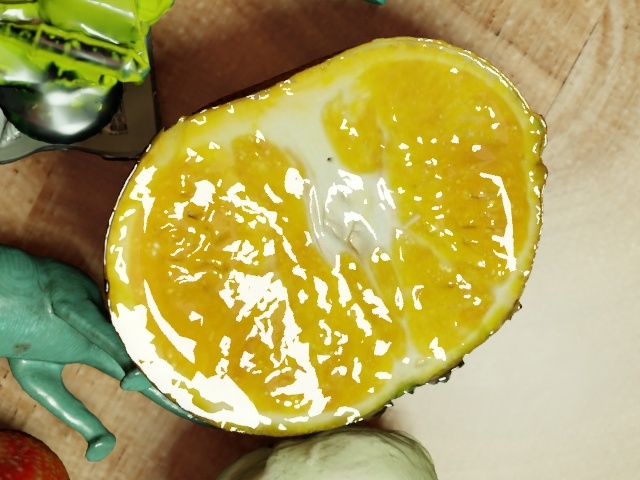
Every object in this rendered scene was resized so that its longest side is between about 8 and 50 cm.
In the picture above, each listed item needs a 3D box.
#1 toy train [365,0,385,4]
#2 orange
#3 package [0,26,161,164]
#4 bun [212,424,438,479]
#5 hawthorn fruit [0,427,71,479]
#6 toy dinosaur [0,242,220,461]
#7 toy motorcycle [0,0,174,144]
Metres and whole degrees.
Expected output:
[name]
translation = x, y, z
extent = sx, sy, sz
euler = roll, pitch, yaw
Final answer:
[toy train]
translation = 0.032, -0.301, 1.012
extent = 0.159, 0.101, 0.248
euler = 24, 95, -19
[orange]
translation = -0.003, -0.003, 0.955
extent = 0.274, 0.274, 0.310
euler = 52, 48, -5
[package]
translation = -0.214, -0.170, 1.042
extent = 0.166, 0.040, 0.232
euler = -8, 87, -4
[bun]
translation = -0.009, 0.215, 1.011
extent = 0.210, 0.237, 0.116
euler = -12, 56, -25
[hawthorn fruit]
translation = -0.246, 0.251, 1.034
extent = 0.163, 0.162, 0.203
euler = -33, 112, 2
[toy dinosaur]
translation = -0.261, 0.010, 1.027
extent = 0.129, 0.383, 0.331
euler = -47, 55, 26
[toy motorcycle]
translation = -0.275, -0.207, 0.934
extent = 0.342, 0.142, 0.206
euler = 23, 83, -11
